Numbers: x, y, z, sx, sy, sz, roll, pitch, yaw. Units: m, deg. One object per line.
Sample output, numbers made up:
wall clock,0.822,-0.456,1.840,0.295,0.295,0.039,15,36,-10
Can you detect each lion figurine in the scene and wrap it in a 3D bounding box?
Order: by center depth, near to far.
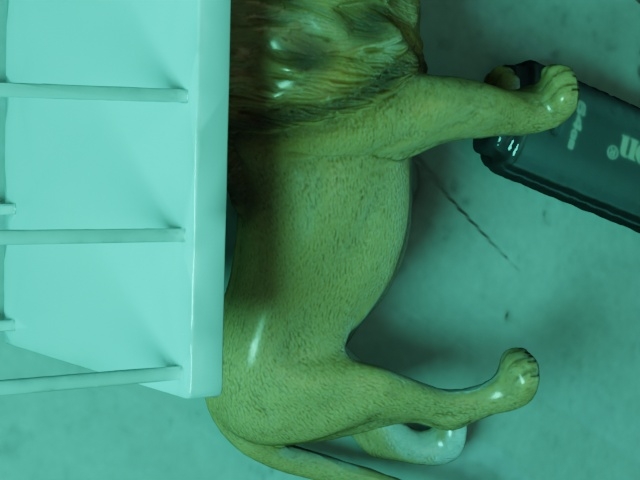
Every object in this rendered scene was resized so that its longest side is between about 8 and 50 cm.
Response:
lion figurine,0.000,0.000,0.909,0.240,0.142,0.392,0,99,-19

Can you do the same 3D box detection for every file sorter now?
file sorter,-0.166,-0.070,0.772,0.173,0.193,0.278,-3,97,-36

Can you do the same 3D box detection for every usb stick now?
usb stick,0.223,-0.039,1.063,0.278,0.045,0.077,20,87,-26
